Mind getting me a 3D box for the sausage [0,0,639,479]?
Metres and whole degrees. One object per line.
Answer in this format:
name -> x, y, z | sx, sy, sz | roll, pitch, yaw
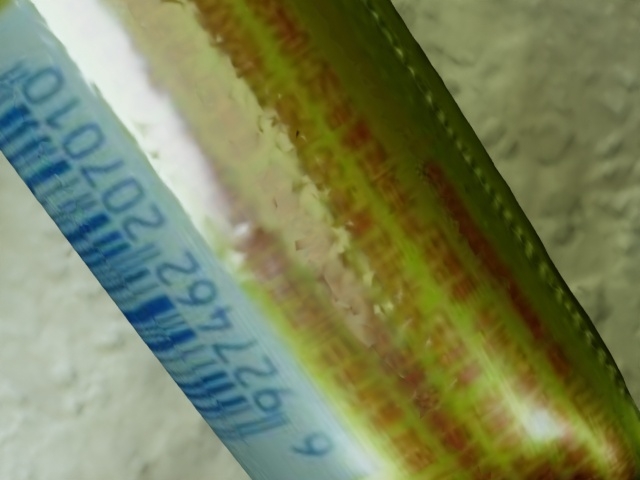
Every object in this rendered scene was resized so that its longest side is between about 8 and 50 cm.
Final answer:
sausage -> 0.002, -0.001, 0.433 | 0.125, 0.117, 0.317 | -35, 101, 4
